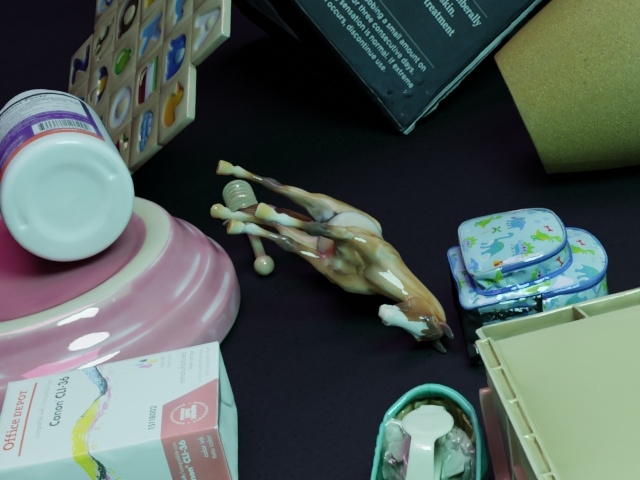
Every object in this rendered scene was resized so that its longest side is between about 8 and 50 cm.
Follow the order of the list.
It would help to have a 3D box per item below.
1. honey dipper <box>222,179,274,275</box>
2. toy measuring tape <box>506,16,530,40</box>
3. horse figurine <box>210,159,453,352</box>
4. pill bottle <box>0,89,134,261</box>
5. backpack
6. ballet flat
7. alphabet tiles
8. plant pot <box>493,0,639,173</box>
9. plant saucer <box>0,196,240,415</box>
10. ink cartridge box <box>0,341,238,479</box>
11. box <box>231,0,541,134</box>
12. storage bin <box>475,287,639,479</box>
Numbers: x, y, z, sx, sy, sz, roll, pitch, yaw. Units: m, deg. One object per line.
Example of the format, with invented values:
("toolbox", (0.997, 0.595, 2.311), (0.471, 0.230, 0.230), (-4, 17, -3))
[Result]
("honey dipper", (-0.062, -0.010, 1.288), (0.031, 0.030, 0.160), (-16, 30, -6))
("toy measuring tape", (0.175, -0.297, 1.641), (0.121, 0.121, 0.330), (-13, 26, 1))
("horse figurine", (0.000, 0.000, 1.144), (0.175, 0.066, 0.263), (22, 5, -18))
("pill bottle", (-0.227, -0.065, 1.192), (0.108, 0.108, 0.193), (-18, 26, -11))
("backpack", (0.156, 0.027, 1.047), (0.114, 0.084, 0.105), (-9, 28, 2))
("ballet flat", (0.055, 0.165, 0.814), (0.083, 0.087, 0.247), (-7, 27, 11))
("alphabet tiles", (-0.179, -0.192, 1.405), (0.342, 0.011, 0.285), (-34, 47, 47))
("plant pot", (0.292, -0.165, 1.242), (0.254, 0.237, 0.237), (-24, 25, 8))
("plant saucer", (-0.236, 0.051, 1.183), (0.332, 0.084, 0.332), (-10, 27, 5))
("ink cartridge box", (-0.160, 0.143, 0.979), (0.198, 0.067, 0.115), (-12, 26, 2))
("box", (0.083, -0.441, 1.551), (0.472, 0.297, 0.480), (-43, 34, -1))
("storage bin", (0.238, 0.122, 0.779), (0.262, 0.123, 0.260), (-14, 25, -1))
